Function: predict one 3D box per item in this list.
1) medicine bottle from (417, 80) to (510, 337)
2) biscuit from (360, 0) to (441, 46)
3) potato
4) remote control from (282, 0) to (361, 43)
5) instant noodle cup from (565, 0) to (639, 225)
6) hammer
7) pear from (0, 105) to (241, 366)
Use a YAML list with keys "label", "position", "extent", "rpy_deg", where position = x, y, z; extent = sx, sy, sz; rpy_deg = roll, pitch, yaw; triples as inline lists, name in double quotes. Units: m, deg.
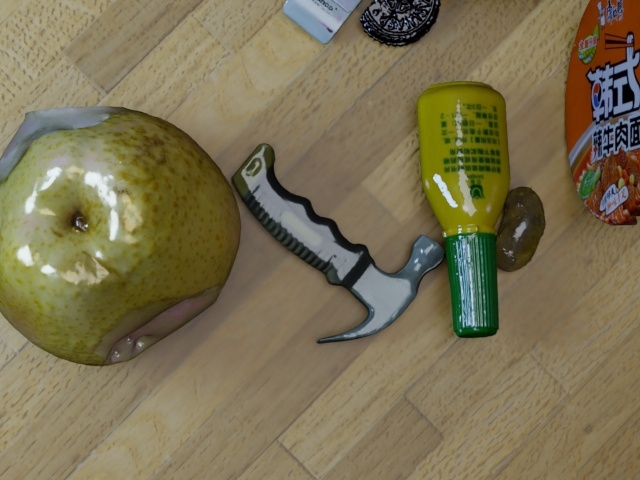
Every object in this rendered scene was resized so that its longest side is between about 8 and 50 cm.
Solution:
- label: "medicine bottle"
  position: [0.151, -0.031, 1.832]
  extent: [0.095, 0.064, 0.261]
  rpy_deg: [0, 79, -16]
- label: "biscuit"
  position: [0.082, -0.246, 1.870]
  extent: [0.089, 0.027, 0.087]
  rpy_deg: [-11, 89, -5]
- label: "potato"
  position: [0.208, -0.011, 1.864]
  extent: [0.046, 0.045, 0.092]
  rpy_deg: [12, 84, 35]
- label: "remote control"
  position: [0.031, -0.285, 1.867]
  extent: [0.065, 0.029, 0.166]
  rpy_deg: [38, 80, -2]
- label: "instant noodle cup"
  position: [0.378, -0.135, 1.795]
  extent: [0.192, 0.250, 0.250]
  rpy_deg: [1, 88, -13]
- label: "hammer"
  position: [0.000, 0.000, 1.846]
  extent: [0.226, 0.041, 0.159]
  rpy_deg: [43, 83, -3]
- label: "pear"
  position: [-0.205, -0.005, 1.725]
  extent: [0.271, 0.271, 0.271]
  rpy_deg: [0, 88, -5]
